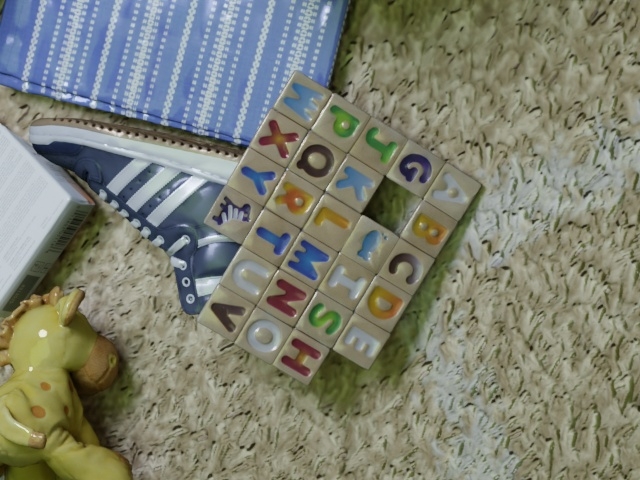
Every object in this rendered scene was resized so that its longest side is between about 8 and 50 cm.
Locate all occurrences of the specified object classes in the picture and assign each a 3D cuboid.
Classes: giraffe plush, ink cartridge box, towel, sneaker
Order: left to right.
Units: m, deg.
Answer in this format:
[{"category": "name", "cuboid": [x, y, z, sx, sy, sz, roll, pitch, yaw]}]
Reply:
[{"category": "ink cartridge box", "cuboid": [-0.316, -0.034, 1.831, 0.179, 0.045, 0.145, 46, 106, 31]}, {"category": "giraffe plush", "cuboid": [-0.257, 0.139, 1.774, 0.181, 0.210, 0.170, -1, 60, 32]}, {"category": "sneaker", "cuboid": [-0.148, -0.020, 1.745, 0.282, 0.099, 0.153, 13, 97, 13]}, {"category": "towel", "cuboid": [-0.135, -0.226, 1.762, 0.336, 0.040, 0.243, 16, 97, 14]}]

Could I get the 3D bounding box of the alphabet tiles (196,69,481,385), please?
[{"category": "alphabet tiles", "cuboid": [0.000, 0.000, 1.689, 0.198, 0.009, 0.237, 31, 92, -9]}]
